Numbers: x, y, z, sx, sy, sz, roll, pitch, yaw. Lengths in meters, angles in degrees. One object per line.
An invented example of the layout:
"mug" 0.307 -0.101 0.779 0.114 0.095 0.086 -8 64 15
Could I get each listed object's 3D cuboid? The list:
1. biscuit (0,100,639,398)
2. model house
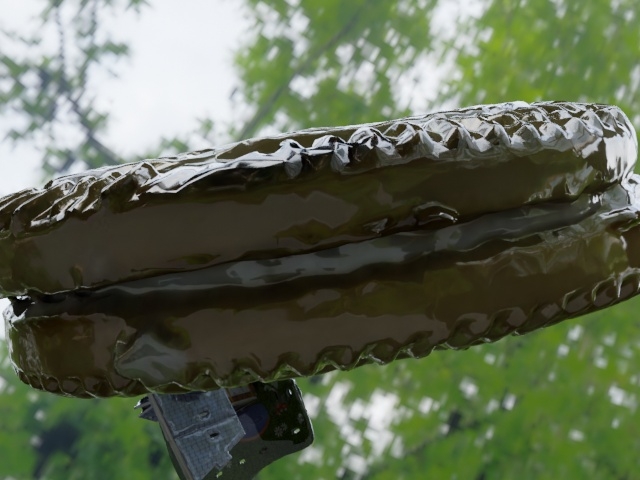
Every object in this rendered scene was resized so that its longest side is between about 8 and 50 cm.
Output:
"biscuit" 0.000 0.000 0.669 0.259 0.259 0.079 -7 -86 29
"model house" -0.095 0.084 1.197 0.117 0.088 0.167 -29 -101 29
